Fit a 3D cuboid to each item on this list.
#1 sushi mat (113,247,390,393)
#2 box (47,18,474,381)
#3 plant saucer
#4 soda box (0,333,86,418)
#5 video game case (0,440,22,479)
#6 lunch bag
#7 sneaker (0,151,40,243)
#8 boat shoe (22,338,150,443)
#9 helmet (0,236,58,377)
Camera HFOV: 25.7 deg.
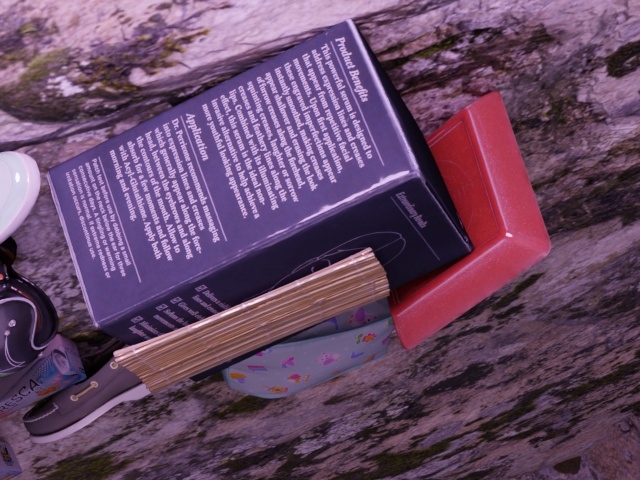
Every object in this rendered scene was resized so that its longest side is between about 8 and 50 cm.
[{"bbox_3d":[-0.072,0.094,1.615,0.316,0.019,0.151,-23,156,-1],"label":"sushi mat"},{"bbox_3d":[-0.062,-0.032,1.643,0.395,0.212,0.293,-25,157,8],"label":"box"},{"bbox_3d":[0.154,-0.031,1.798,0.047,0.259,0.258,20,135,-39],"label":"plant saucer"},{"bbox_3d":[-0.433,0.203,2.012,0.183,0.063,0.058,-26,158,9],"label":"soda box"},{"bbox_3d":[-0.619,0.391,2.173,0.269,0.061,0.244,-26,169,-4],"label":"video game case"},{"bbox_3d":[-0.032,0.127,2.078,0.262,0.160,0.223,-19,160,-11],"label":"lunch bag"},{"bbox_3d":[-0.426,-0.029,1.462,0.256,0.094,0.151,-24,164,12],"label":"sneaker"},{"bbox_3d":[-0.335,0.207,2.078,0.305,0.091,0.109,-29,-161,26],"label":"boat shoe"},{"bbox_3d":[-0.400,0.087,1.666,0.169,0.169,0.161,-16,140,-14],"label":"helmet"}]
